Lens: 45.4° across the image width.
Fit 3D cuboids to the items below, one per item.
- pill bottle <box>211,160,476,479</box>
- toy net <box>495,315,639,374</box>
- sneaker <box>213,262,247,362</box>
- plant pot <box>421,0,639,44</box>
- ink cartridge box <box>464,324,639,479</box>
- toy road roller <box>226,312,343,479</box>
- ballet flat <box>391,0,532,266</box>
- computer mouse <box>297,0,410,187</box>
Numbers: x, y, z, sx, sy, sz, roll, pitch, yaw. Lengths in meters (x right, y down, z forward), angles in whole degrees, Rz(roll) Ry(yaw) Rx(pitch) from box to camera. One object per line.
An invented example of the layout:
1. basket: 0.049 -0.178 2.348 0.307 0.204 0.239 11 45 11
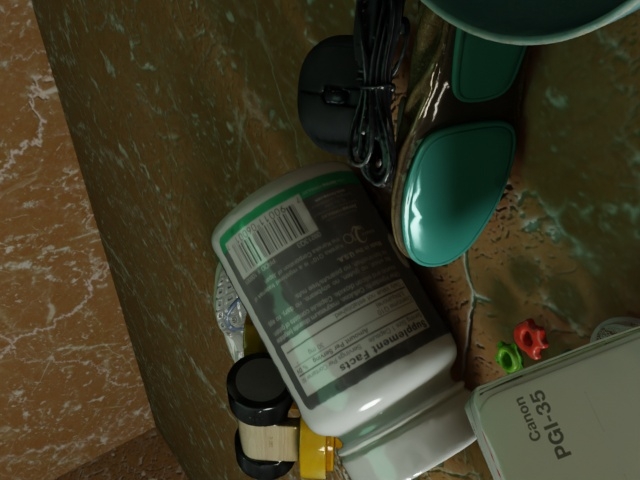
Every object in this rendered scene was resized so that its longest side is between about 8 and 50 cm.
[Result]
1. pill bottle: 0.035 0.104 0.922 0.361 0.204 0.204 61 155 11
2. toy net: 0.247 0.111 0.701 0.122 0.045 0.232 67 155 18
3. sneaker: -0.160 0.148 1.487 0.129 0.111 0.297 44 148 50
4. plant pot: 0.149 -0.262 0.358 0.290 0.195 0.290 50 154 37
5. ink cartridge box: 0.191 0.183 0.520 0.283 0.117 0.207 54 -166 -74
6. toy road roller: -0.001 0.196 1.153 0.329 0.240 0.202 -85 -3 -46
7. ballet flat: 0.115 -0.135 0.680 0.124 0.116 0.342 -109 15 -45
8. computer mouse: 0.019 -0.156 0.771 0.272 0.072 0.189 -137 49 -78
